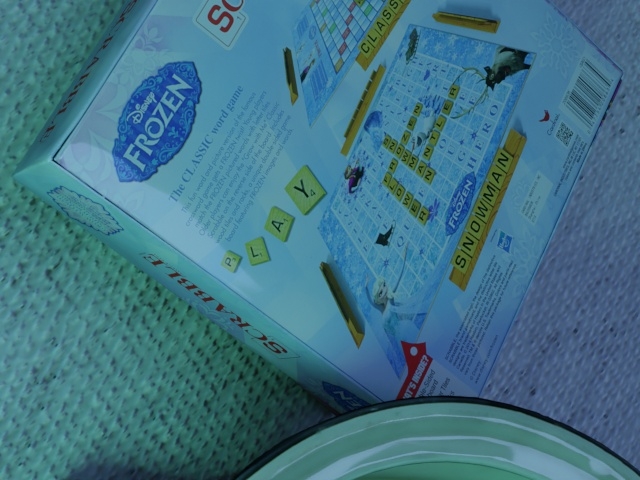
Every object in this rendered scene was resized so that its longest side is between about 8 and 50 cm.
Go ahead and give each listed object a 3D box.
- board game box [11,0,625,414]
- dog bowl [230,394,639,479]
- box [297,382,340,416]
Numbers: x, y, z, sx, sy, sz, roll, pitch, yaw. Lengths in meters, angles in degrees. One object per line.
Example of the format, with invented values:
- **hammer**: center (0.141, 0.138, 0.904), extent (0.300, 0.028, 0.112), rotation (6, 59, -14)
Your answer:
- **board game box**: center (0.020, -0.078, 0.853), extent (0.318, 0.066, 0.319), rotation (39, 64, -23)
- **dog bowl**: center (0.055, 0.300, 0.746), extent (0.408, 0.150, 0.408), rotation (7, 71, -22)
- **box**: center (0.000, 0.000, 0.945), extent (0.232, 0.127, 0.149), rotation (43, 64, -20)
